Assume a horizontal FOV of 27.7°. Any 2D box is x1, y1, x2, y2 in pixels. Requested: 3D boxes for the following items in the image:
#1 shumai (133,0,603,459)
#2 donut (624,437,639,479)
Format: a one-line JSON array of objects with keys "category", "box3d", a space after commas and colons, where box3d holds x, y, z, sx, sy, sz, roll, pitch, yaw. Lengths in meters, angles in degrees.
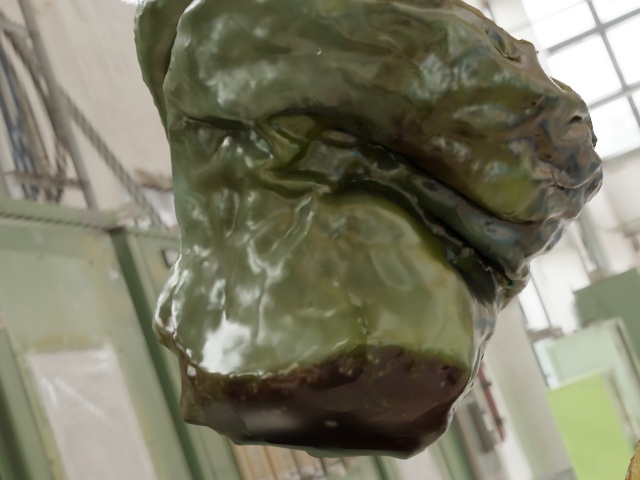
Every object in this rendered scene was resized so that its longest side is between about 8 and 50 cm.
[{"category": "shumai", "box3d": [0.000, 0.000, 0.778, 0.309, 0.263, 0.304, 22, -12, -19]}, {"category": "donut", "box3d": [0.239, 0.269, 0.865, 0.112, 0.295, 0.151, 12, -8, 10]}]
